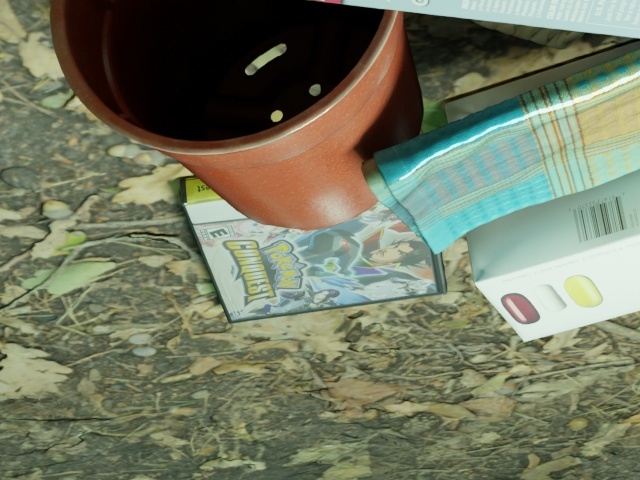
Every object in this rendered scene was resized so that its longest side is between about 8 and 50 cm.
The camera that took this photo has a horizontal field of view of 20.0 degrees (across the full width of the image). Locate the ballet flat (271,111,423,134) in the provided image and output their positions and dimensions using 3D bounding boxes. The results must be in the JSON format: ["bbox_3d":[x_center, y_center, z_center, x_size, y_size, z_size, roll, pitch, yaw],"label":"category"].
[{"bbox_3d":[-0.008,-0.088,1.713,0.232,0.073,0.080,3,149,-15],"label":"ballet flat"}]

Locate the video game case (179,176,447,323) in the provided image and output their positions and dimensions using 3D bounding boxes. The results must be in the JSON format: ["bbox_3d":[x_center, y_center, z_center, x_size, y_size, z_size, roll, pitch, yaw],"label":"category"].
[{"bbox_3d":[0.000,0.000,1.906,0.248,0.035,0.275,-8,150,4],"label":"video game case"}]

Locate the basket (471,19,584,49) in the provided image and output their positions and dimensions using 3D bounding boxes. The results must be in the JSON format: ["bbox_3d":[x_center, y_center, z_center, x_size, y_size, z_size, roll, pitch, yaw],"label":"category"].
[{"bbox_3d":[0.196,-0.242,1.450,0.113,0.103,0.167,13,146,-27],"label":"basket"}]

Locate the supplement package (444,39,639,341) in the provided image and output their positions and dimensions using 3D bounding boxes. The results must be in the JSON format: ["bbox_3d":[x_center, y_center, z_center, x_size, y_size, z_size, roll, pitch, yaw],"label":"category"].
[{"bbox_3d":[0.274,-0.051,1.693,0.261,0.204,0.145,-17,149,19],"label":"supplement package"}]

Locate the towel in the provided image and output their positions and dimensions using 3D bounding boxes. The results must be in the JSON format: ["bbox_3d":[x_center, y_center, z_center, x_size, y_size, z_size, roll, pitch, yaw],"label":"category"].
[{"bbox_3d":[0.228,-0.089,1.475,0.370,0.040,0.271,-21,165,8],"label":"towel"}]

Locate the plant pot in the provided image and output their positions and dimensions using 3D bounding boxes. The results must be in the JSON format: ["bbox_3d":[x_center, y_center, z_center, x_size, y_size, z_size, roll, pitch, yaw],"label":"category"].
[{"bbox_3d":[-0.039,-0.143,1.448,0.272,0.272,0.265,-12,157,10],"label":"plant pot"}]

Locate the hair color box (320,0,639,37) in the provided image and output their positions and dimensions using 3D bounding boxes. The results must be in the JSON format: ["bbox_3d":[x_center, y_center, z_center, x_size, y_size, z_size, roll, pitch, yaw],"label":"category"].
[{"bbox_3d":[0.119,-0.259,1.265,0.374,0.185,0.114,6,150,-1],"label":"hair color box"}]
